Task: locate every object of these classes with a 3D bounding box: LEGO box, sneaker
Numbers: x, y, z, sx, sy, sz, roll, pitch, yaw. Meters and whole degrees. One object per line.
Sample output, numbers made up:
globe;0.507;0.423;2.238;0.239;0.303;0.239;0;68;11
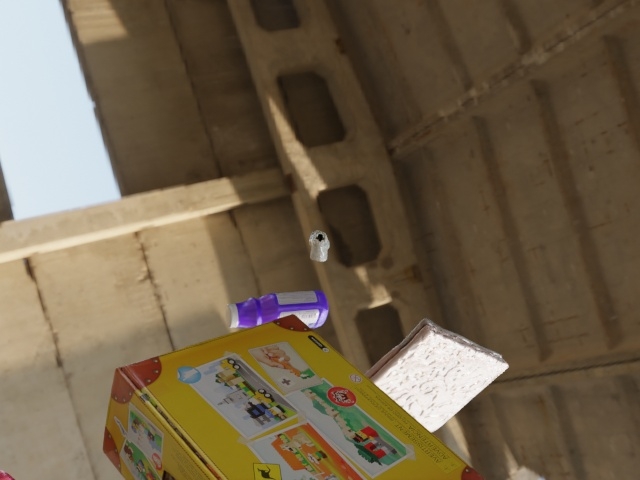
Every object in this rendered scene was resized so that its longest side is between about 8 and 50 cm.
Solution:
LEGO box;-0.044;0.361;1.321;0.500;0.372;0.193;38;-54;36
sneaker;0.000;0.000;2.193;0.152;0.054;0.061;-97;-169;-68

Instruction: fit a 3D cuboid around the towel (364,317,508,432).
towel;0.258;0.350;2.107;0.317;0.332;0.053;-47;-140;20

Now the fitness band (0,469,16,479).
fitness band;-0.559;0.520;1.534;0.209;0.054;0.291;55;-39;6

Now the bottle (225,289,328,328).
bottle;-0.124;0.202;2.382;0.118;0.283;0.092;112;-32;-49
